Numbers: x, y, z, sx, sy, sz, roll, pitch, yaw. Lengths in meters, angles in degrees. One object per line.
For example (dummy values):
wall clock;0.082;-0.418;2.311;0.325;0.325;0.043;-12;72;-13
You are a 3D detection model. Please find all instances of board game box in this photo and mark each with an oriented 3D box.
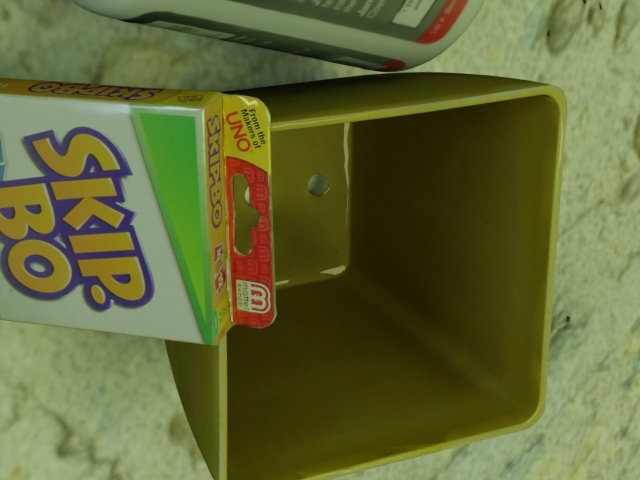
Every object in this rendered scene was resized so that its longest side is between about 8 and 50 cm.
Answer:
board game box;-0.149;-0.019;0.708;0.039;0.259;0.124;-57;148;-64

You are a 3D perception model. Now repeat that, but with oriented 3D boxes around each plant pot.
plant pot;0.000;0.000;0.842;0.212;0.187;0.212;-10;113;-25

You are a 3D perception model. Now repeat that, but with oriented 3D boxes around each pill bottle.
pill bottle;-0.051;-0.189;0.755;0.283;0.161;0.161;6;104;-39
